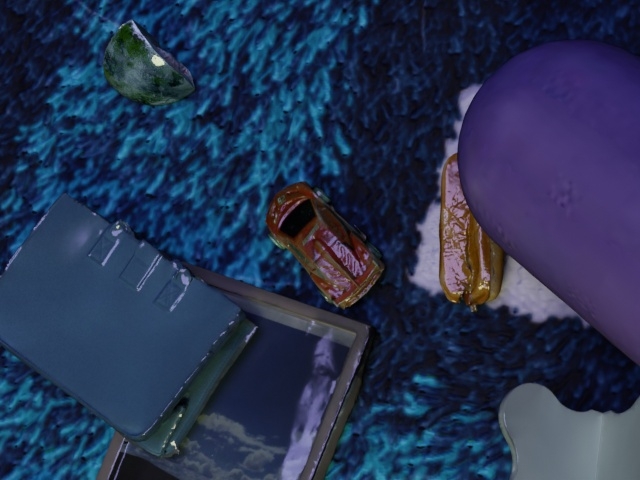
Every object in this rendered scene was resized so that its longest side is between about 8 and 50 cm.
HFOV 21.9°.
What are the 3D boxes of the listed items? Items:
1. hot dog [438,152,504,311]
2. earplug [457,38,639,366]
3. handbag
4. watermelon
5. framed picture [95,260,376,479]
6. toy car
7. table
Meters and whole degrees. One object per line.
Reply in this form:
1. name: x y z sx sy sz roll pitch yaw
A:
1. hot dog: 0.122 -0.010 1.286 0.056 0.041 0.133 -4 78 28
2. earplug: 0.283 0.016 1.129 0.456 0.215 0.215 39 91 29
3. handbag: -0.170 0.065 1.352 0.221 0.057 0.144 33 86 32
4. watermelon: -0.145 -0.155 1.433 0.085 0.085 0.061 -2 44 20
5. framed picture: -0.079 0.161 1.321 0.189 0.023 0.260 18 82 27
6. toy car: 0.000 0.000 1.329 0.059 0.035 0.122 -46 66 7
7. table: 0.186 0.207 1.137 0.167 0.166 0.198 2 67 21
